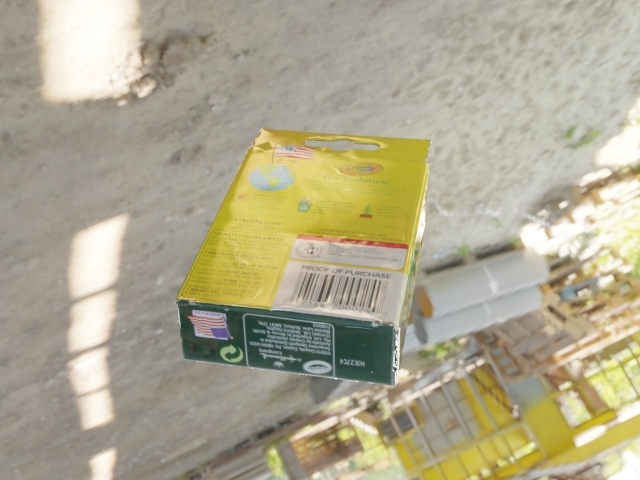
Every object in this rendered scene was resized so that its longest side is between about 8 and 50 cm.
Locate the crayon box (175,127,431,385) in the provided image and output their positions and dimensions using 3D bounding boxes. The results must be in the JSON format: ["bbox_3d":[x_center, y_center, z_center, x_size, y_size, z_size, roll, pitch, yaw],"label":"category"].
[{"bbox_3d":[0.000,0.000,0.970,0.202,0.318,0.081,6,127,10],"label":"crayon box"}]
